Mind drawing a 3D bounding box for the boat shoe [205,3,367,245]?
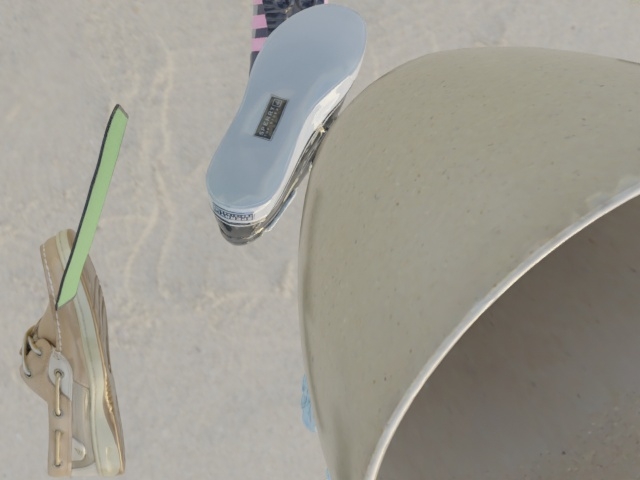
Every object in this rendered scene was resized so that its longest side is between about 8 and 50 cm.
[{"bbox_3d":[-0.032,-0.129,1.261,0.105,0.113,0.306,90,19,-61],"label":"boat shoe"}]

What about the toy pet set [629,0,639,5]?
[{"bbox_3d":[0.320,-0.202,0.941,0.065,0.114,0.122,1,101,-36],"label":"toy pet set"}]

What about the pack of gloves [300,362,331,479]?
[{"bbox_3d":[0.005,0.165,0.960,0.046,0.195,0.232,-5,156,-16],"label":"pack of gloves"}]

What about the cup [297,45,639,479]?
[{"bbox_3d":[0.117,0.016,0.668,0.331,0.237,0.331,-18,135,-18],"label":"cup"}]

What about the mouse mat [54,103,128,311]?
[{"bbox_3d":[-0.209,-0.031,1.039,0.007,0.152,0.190,18,90,-6],"label":"mouse mat"}]

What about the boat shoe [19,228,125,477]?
[{"bbox_3d":[-0.309,0.149,1.357,0.110,0.122,0.341,-7,116,-6],"label":"boat shoe"}]

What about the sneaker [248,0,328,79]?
[{"bbox_3d":[-0.039,-0.299,1.525,0.112,0.131,0.319,5,135,-5],"label":"sneaker"}]
